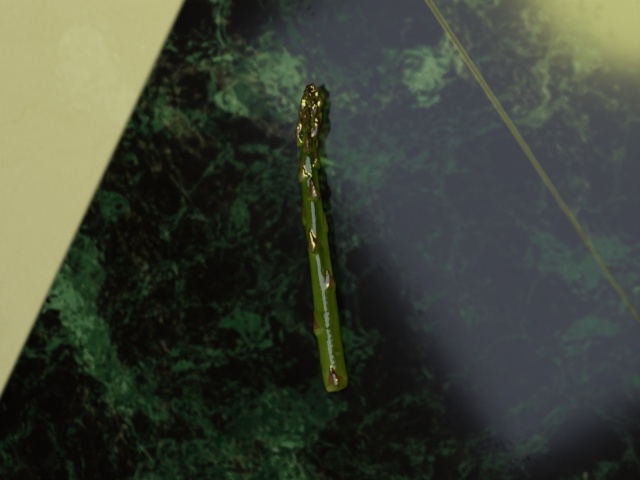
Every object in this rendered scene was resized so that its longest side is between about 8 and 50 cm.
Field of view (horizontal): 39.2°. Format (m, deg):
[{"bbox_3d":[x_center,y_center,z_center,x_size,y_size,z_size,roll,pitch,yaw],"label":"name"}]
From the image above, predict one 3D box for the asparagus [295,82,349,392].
[{"bbox_3d":[0.000,0.000,0.718,0.025,0.024,0.248,-8,97,-24],"label":"asparagus"}]
